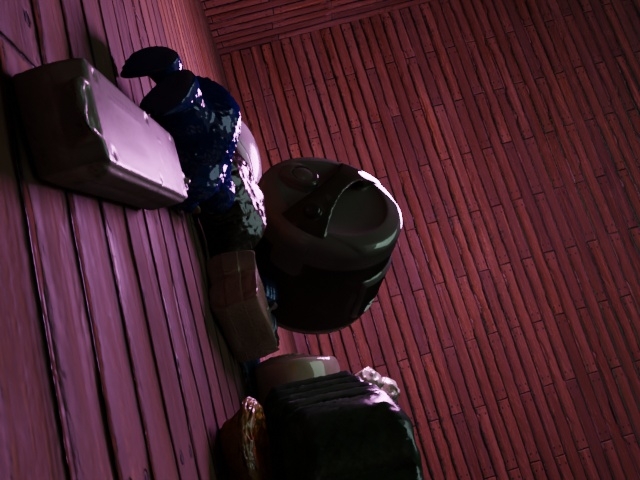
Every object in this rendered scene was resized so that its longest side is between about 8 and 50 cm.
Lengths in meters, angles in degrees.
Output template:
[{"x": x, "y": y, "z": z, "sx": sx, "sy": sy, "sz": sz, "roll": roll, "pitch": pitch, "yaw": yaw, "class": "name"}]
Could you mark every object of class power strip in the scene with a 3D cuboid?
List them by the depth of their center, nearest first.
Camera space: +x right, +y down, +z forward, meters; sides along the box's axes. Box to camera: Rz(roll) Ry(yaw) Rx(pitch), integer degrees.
[{"x": -0.163, "y": -0.073, "z": 0.454, "sx": 0.272, "sy": 0.052, "sz": 0.078, "roll": 161, "pitch": -86, "yaw": -88, "class": "power strip"}]

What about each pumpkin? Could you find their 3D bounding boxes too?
[{"x": -0.166, "y": -0.108, "z": 0.892, "sx": 0.163, "sy": 0.111, "sz": 0.279, "roll": 70, "pitch": 3, "yaw": -55, "class": "pumpkin"}]

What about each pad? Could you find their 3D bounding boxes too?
[{"x": -0.156, "y": 0.129, "z": 1.048, "sx": 0.269, "sy": 0.012, "sz": 0.269, "roll": -142, "pitch": -143, "yaw": -86, "class": "pad"}]

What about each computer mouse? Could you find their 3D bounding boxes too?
[{"x": -0.190, "y": -0.158, "z": 1.253, "sx": 0.184, "sy": 0.121, "sz": 0.297, "roll": -119, "pitch": -168, "yaw": -73, "class": "computer mouse"}]

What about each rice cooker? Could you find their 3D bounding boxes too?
[{"x": 0.000, "y": 0.000, "z": 1.189, "sx": 0.335, "sy": 0.335, "sz": 0.325, "roll": -108, "pitch": -152, "yaw": -45, "class": "rice cooker"}]

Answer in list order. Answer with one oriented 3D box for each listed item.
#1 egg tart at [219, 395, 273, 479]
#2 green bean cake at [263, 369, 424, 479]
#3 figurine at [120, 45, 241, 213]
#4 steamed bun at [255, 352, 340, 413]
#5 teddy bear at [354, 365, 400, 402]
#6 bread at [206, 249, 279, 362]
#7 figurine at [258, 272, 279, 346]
[{"x": -0.087, "y": 0.249, "z": 0.643, "sx": 0.129, "sy": 0.049, "sz": 0.129, "roll": 169, "pitch": -90, "yaw": -89, "class": "egg tart"}, {"x": 0.025, "y": 0.344, "z": 0.726, "sx": 0.308, "sy": 0.169, "sz": 0.300, "roll": 150, "pitch": -69, "yaw": -76, "class": "green bean cake"}, {"x": -0.153, "y": -0.124, "z": 0.709, "sx": 0.262, "sy": 0.120, "sz": 0.164, "roll": 88, "pitch": -16, "yaw": -69, "class": "figurine"}, {"x": -0.029, "y": 0.307, "z": 1.012, "sx": 0.250, "sy": 0.154, "sz": 0.200, "roll": 83, "pitch": -3, "yaw": -75, "class": "steamed bun"}, {"x": 0.116, "y": 0.544, "z": 1.201, "sx": 0.362, "sy": 0.375, "sz": 0.327, "roll": 46, "pitch": 1, "yaw": 33, "class": "teddy bear"}, {"x": -0.121, "y": 0.105, "z": 0.873, "sx": 0.105, "sy": 0.077, "sz": 0.152, "roll": -107, "pitch": -176, "yaw": -46, "class": "bread"}, {"x": -0.111, "y": 0.141, "z": 1.066, "sx": 0.086, "sy": 0.087, "sz": 0.149, "roll": 9, "pitch": -60, "yaw": 45, "class": "figurine"}]
